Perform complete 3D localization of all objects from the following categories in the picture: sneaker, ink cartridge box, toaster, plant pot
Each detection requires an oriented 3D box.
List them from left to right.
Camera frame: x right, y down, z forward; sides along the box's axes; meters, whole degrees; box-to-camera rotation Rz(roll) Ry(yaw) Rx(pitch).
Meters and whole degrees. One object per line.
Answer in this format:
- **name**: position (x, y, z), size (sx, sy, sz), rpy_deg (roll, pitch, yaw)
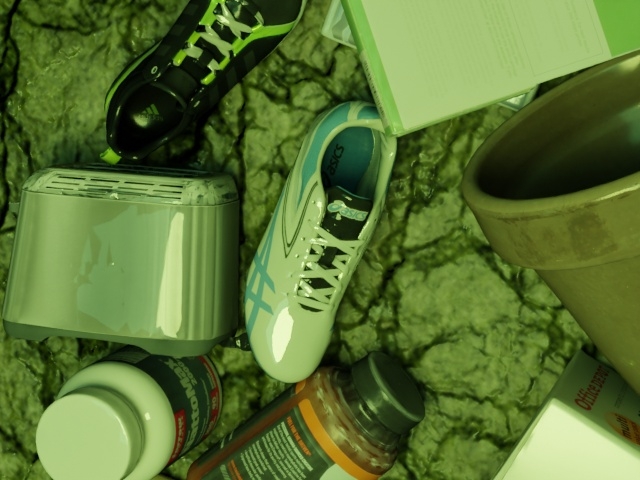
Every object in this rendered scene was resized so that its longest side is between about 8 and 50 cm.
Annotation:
- **toaster**: position (-0.154, 0.013, 1.380), size (0.227, 0.129, 0.146), rpy_deg (6, 98, 15)
- **sneaker**: position (-0.093, -0.140, 1.337), size (0.084, 0.097, 0.235), rpy_deg (36, 119, -18)
- **sneaker**: position (0.000, 0.000, 1.326), size (0.085, 0.086, 0.237), rpy_deg (17, 89, -15)
- **ink cartridge box**: position (0.136, -0.195, 1.272), size (0.235, 0.056, 0.171), rpy_deg (-19, 90, -2)
- **ink cartridge box**: position (0.242, 0.226, 1.269), size (0.233, 0.171, 0.168), rpy_deg (32, 106, 9)
- **plant pot**: position (0.265, 0.002, 1.205), size (0.263, 0.263, 0.229), rpy_deg (-21, 109, 19)

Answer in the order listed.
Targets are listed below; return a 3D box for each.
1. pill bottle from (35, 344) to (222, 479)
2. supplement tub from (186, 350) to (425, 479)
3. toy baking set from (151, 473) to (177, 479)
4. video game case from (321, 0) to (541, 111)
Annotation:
- **pill bottle**: position (-0.159, 0.146, 1.373), size (0.108, 0.180, 0.108), rpy_deg (3, 100, 16)
- **supplement tub**: position (-0.010, 0.174, 1.372), size (0.198, 0.106, 0.106), rpy_deg (-39, 86, 19)
- **toy baking set**: position (-0.179, 0.289, 1.480), size (0.256, 0.030, 0.196), rpy_deg (24, 105, 12)
- **video game case**: position (0.116, -0.225, 1.315), size (0.183, 0.023, 0.201), rpy_deg (23, 104, 12)
